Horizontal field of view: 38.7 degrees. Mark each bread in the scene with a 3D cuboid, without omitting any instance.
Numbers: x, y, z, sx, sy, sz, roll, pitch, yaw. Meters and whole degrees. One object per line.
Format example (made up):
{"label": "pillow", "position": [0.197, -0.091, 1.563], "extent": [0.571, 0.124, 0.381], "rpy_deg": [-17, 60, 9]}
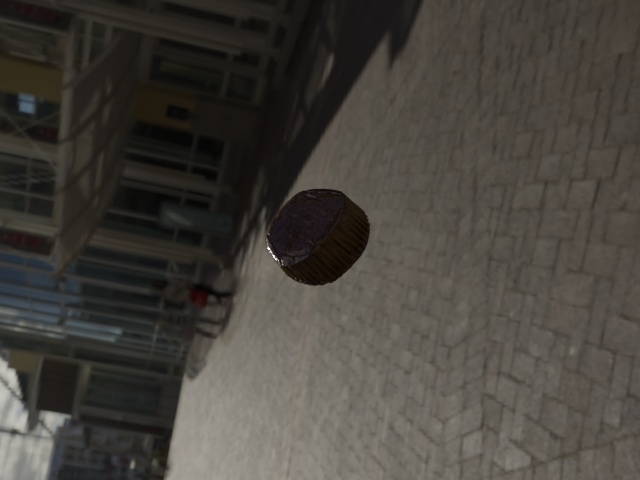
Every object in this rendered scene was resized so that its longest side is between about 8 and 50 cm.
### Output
{"label": "bread", "position": [0.000, 0.000, 0.738], "extent": [0.085, 0.053, 0.085], "rpy_deg": [-25, 42, 24]}
